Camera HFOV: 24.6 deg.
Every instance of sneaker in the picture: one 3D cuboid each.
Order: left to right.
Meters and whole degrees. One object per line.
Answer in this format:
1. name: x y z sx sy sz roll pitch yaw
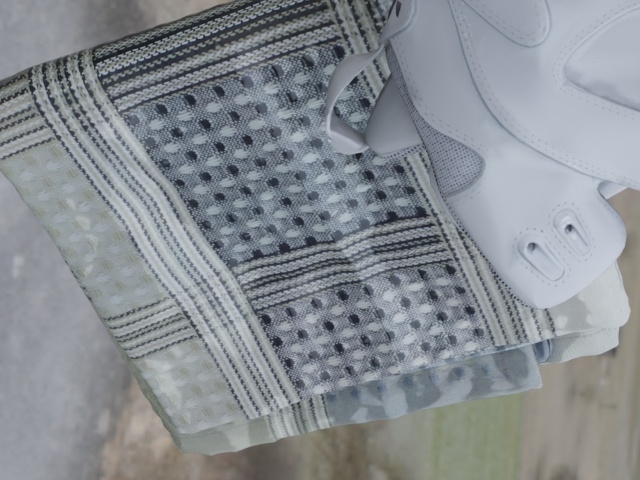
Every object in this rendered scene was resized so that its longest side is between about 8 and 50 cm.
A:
1. sneaker: 0.185 -0.057 0.663 0.210 0.366 0.137 -61 -172 20

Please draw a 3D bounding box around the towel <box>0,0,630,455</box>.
1. towel: 0.000 0.000 0.841 0.056 0.312 0.324 -92 161 -48
